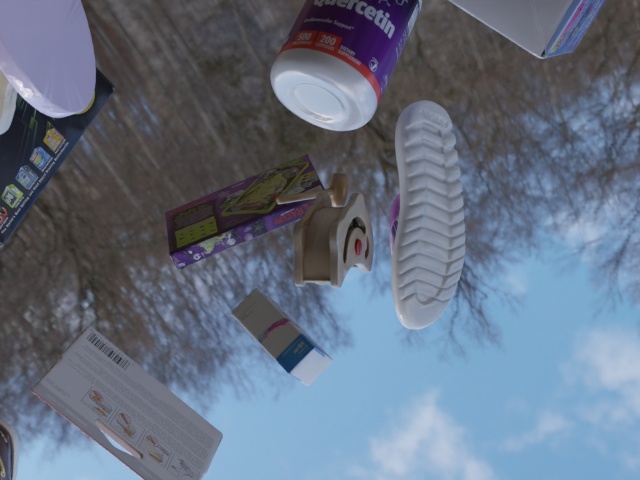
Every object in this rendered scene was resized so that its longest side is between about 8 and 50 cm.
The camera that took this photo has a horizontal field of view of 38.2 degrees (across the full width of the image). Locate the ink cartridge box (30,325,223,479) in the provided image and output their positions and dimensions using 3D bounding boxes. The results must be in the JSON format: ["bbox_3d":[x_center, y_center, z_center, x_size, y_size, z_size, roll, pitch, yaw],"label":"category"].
[{"bbox_3d":[-0.306,0.289,1.450,0.066,0.296,0.261,-48,-174,16],"label":"ink cartridge box"}]

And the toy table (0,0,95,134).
[{"bbox_3d":[-0.407,-0.271,1.147,0.161,0.274,0.252,-13,-176,26],"label":"toy table"}]

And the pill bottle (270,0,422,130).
[{"bbox_3d":[0.055,-0.354,1.530,0.181,0.181,0.323,5,-119,37],"label":"pill bottle"}]

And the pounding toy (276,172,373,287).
[{"bbox_3d":[0.000,0.000,1.609,0.155,0.154,0.269,1,-154,19],"label":"pounding toy"}]

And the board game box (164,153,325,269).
[{"bbox_3d":[-0.162,-0.066,1.978,0.347,0.056,0.208,-22,-146,0],"label":"board game box"}]

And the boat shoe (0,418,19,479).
[{"bbox_3d":[-0.544,0.458,1.499,0.116,0.097,0.324,-2,-91,5],"label":"boat shoe"}]

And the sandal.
[{"bbox_3d":[0.183,-0.046,1.711,0.102,0.169,0.416,6,-86,54],"label":"sandal"}]

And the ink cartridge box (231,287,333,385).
[{"bbox_3d":[-0.051,0.128,1.230,0.052,0.088,0.122,-47,-114,-2],"label":"ink cartridge box"}]

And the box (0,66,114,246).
[{"bbox_3d":[-0.580,-0.232,1.603,0.097,0.318,0.395,-5,-133,45],"label":"box"}]

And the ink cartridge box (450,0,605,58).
[{"bbox_3d":[0.311,-0.424,1.472,0.270,0.395,0.151,36,-69,11],"label":"ink cartridge box"}]
